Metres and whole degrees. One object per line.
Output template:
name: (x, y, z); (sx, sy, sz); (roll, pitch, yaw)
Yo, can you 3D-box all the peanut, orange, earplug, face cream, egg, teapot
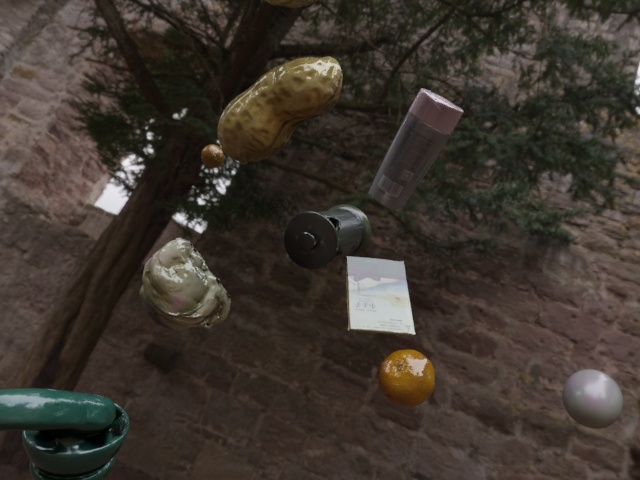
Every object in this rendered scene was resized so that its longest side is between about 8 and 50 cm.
peanut: (-0.084, -0.258, 0.972); (0.306, 0.146, 0.147); (-33, -52, 27)
orange: (0.238, 0.379, 1.345); (0.159, 0.158, 0.136); (7, -35, 43)
earplug: (-0.442, 0.333, 0.812); (0.164, 0.279, 0.257); (17, 23, 24)
face cream: (0.209, -0.199, 1.112); (0.107, 0.073, 0.269); (31, -62, 7)
egg: (0.521, 0.304, 0.944); (0.103, 0.103, 0.135); (14, 16, 30)
orange: (-0.357, -0.280, 1.635); (0.085, 0.084, 0.085); (22, -19, 8)
teapot: (0.000, 0.000, 1.636); (0.200, 0.271, 0.337); (61, 23, 7)

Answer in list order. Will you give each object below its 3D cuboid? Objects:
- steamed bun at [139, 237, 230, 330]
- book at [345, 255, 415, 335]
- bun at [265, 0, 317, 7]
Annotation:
steamed bun: (-0.400, 0.146, 1.396); (0.267, 0.207, 0.280); (57, -16, -10)
book: (0.177, 0.164, 1.511); (0.202, 0.289, 0.026); (6, -45, -8)
bun: (-0.067, -0.520, 0.935); (0.223, 0.127, 0.222); (13, -10, 2)
